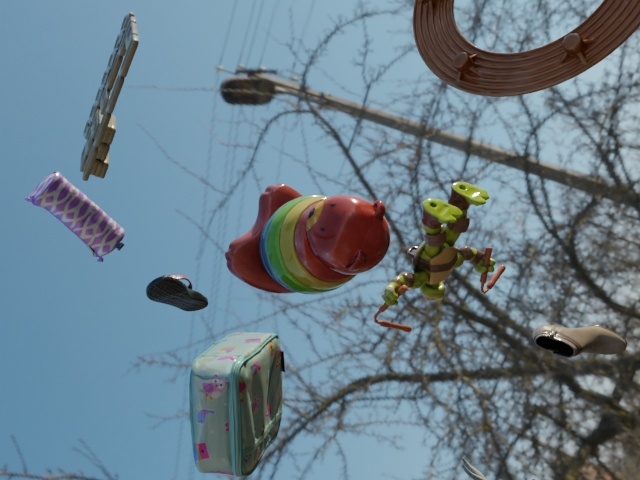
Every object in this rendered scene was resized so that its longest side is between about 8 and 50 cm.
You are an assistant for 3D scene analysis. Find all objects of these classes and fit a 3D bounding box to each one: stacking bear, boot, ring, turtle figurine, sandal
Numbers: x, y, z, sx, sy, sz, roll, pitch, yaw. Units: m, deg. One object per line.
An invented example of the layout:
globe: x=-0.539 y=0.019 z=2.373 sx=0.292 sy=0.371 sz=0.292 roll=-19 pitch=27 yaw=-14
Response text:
stacking bear: x=0.000 y=0.000 z=1.196 sx=0.164 sy=0.289 sz=0.175 roll=36 pitch=-108 yaw=-18
boot: x=0.348 y=0.140 z=1.089 sx=0.087 sy=0.119 sz=0.042 roll=-16 pitch=-68 yaw=-62
ring: x=0.259 y=-0.330 z=0.992 sx=0.032 sy=0.337 sz=0.336 roll=33 pitch=-99 yaw=-49
turtle figurine: x=0.193 y=0.016 z=1.236 sx=0.270 sy=0.087 sz=0.217 roll=-16 pitch=-45 yaw=-27
sandal: x=-0.246 y=0.084 z=1.374 sx=0.179 sy=0.067 sz=0.040 roll=49 pitch=-151 yaw=-69

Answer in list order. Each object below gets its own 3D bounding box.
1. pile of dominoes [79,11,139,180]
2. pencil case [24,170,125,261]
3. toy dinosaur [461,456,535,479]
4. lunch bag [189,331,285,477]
pile of dominoes: x=-0.311 y=-0.220 z=1.233 sx=0.040 sy=0.196 sz=0.251 roll=17 pitch=-62 yaw=-24
pencil case: x=-0.500 y=-0.049 z=1.656 sx=0.206 sy=0.086 sz=0.088 roll=46 pitch=-108 yaw=-24
toy dinosaur: x=0.313 y=0.384 z=1.046 sx=0.314 sy=0.121 sz=0.160 roll=13 pitch=-96 yaw=-29
lunch bag: x=-0.141 y=0.290 z=1.445 sx=0.279 sy=0.108 sz=0.224 roll=-26 pitch=-67 yaw=-75
